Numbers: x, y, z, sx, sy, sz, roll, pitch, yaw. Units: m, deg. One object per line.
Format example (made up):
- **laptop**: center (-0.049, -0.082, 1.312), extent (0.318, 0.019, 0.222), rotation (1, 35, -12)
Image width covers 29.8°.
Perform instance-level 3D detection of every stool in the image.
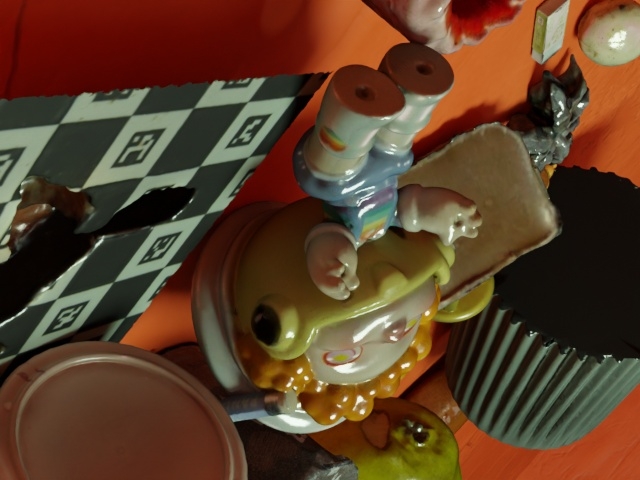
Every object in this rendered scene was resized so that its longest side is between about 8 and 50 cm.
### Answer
- **stool**: center (0.325, 0.110, 1.647), extent (0.297, 0.297, 0.330), rotation (-36, 158, -26)
- **stool**: center (0.152, 0.025, 1.418), extent (0.110, 0.134, 0.135), rotation (79, 11, -57)

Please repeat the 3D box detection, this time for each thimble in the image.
- **thimble**: center (0.102, -0.238, 0.896), extent (0.189, 0.125, 0.163), rotation (-38, 156, -22)

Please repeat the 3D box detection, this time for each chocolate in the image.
- **chocolate**: center (0.132, -0.024, 1.301), extent (0.261, 0.161, 0.083), rotation (-25, -173, -32)

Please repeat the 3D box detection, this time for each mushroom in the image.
- **mushroom**: center (0.335, -0.240, 1.376), extent (0.067, 0.083, 0.084), rotation (-89, -160, -54)

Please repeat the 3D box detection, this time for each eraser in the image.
- **eraser**: center (0.248, -0.229, 1.301), extent (0.038, 0.019, 0.083), rotation (-42, 157, -18)

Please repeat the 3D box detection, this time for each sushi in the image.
- **sushi**: center (-0.197, -0.002, 0.820), extent (0.343, 0.064, 0.359), rotation (-50, 163, 28)

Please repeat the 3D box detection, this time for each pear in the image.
- **pear**: center (0.046, 0.324, 1.543), extent (0.269, 0.269, 0.321), rotation (-15, 153, -52)

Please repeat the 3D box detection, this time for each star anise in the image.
- **star anise**: center (0.263, -0.130, 1.430), extent (0.180, 0.061, 0.204), rotation (-36, 155, -27)

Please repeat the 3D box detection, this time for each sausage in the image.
- **sausage**: center (0.193, 0.247, 1.862), extent (0.348, 0.094, 0.097), rotation (-41, 161, -18)

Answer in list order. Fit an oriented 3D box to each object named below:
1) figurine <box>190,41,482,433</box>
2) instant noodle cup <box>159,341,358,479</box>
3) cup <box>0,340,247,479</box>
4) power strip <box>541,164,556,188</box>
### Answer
- **figurine**: center (0.024, -0.013, 1.003), extent (0.224, 0.205, 0.382), rotation (-18, 146, -42)
- **instant noodle cup**: center (-0.106, 0.227, 1.160), extent (0.217, 0.207, 0.217), rotation (-38, 154, -23)
- **cup**: center (-0.178, 0.259, 0.946), extent (0.208, 0.288, 0.273), rotation (-16, 148, -43)
- **power strip**: center (0.238, -0.053, 1.525), extent (0.178, 0.049, 0.028), rotation (-36, 159, -26)
